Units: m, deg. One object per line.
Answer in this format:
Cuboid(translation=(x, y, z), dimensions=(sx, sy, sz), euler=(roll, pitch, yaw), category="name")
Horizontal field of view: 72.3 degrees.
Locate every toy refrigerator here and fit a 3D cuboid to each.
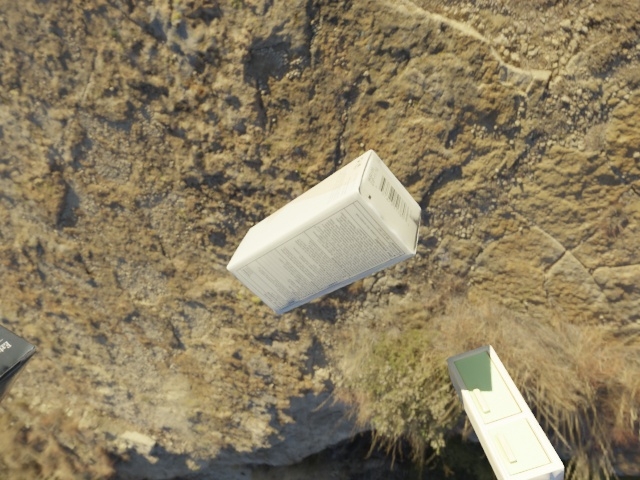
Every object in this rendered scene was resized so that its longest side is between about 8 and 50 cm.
Cuboid(translation=(0.351, 0.344, 0.862), dimensions=(0.102, 0.270, 0.094), euler=(-19, 128, 4), category="toy refrigerator")

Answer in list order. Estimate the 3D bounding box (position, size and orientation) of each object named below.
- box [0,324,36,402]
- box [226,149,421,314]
Cuboid(translation=(-0.619, 0.155, 0.483), dimensions=(0.395, 0.293, 0.212), euler=(37, 102, -10), category="box")
Cuboid(translation=(0.000, 0.000, 0.749), dimensions=(0.311, 0.121, 0.148), euler=(-27, 118, 36), category="box")
